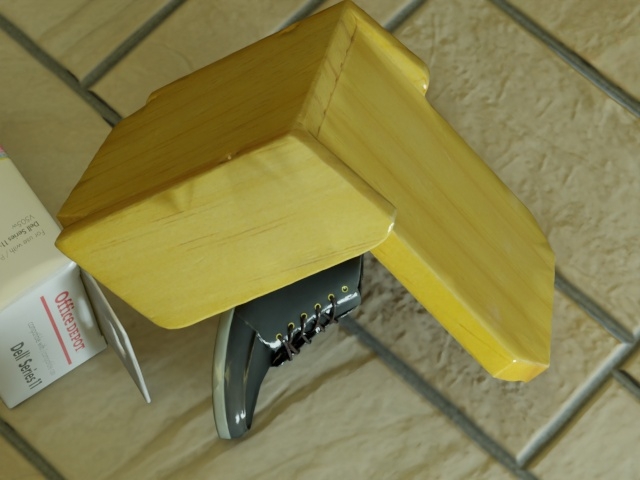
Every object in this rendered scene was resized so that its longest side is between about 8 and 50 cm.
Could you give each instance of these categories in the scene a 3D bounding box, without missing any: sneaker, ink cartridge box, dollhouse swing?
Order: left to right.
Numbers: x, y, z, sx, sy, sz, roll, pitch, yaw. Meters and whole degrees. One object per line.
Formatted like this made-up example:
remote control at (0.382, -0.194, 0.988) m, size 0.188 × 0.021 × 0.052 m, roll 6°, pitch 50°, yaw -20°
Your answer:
ink cartridge box at (-0.301, 0.011, 1.671) m, size 0.119 × 0.207 × 0.353 m, roll -33°, pitch 68°, yaw -12°
sneaker at (-0.028, 0.080, 1.695) m, size 0.118 × 0.083 × 0.222 m, roll 9°, pitch 66°, yaw 6°
dollhouse swing at (0.000, 0.000, 1.641) m, size 0.315 × 0.347 × 0.305 m, roll -24°, pitch 110°, yaw 18°
